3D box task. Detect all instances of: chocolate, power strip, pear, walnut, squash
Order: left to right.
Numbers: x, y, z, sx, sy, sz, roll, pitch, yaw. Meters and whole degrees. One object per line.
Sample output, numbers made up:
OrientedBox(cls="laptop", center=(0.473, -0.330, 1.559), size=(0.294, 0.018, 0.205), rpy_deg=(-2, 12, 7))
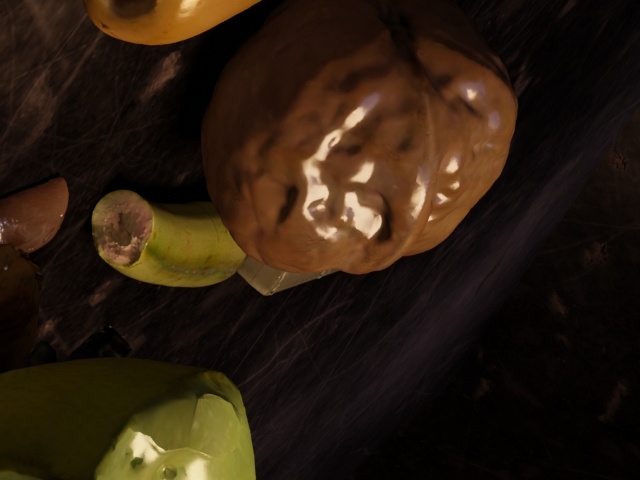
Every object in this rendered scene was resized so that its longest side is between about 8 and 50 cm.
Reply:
OrientedBox(cls="chocolate", center=(-0.227, -0.010, 1.347), size=(0.101, 0.031, 0.064), rpy_deg=(-25, 149, -57))
OrientedBox(cls="pear", center=(-0.173, 0.207, 1.217), size=(0.318, 0.239, 0.342), rpy_deg=(-49, 145, -58))
OrientedBox(cls="squash", center=(-0.134, -0.001, 1.584), size=(0.083, 0.083, 0.250), rpy_deg=(-51, 164, 9))
OrientedBox(cls="power strip", center=(0.000, 0.000, 2.062), size=(0.093, 0.053, 0.288), rpy_deg=(-54, 166, 19))
OrientedBox(cls="walnut", center=(0.028, -0.092, 1.498), size=(0.273, 0.227, 0.273), rpy_deg=(-44, 162, -18))

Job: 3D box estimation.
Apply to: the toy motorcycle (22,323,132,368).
OrientedBox(cls="toy motorcycle", center=(-0.315, 0.223, 1.413), size=(0.410, 0.169, 0.237), rpy_deg=(-41, 173, -22))

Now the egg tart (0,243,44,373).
OrientedBox(cls="egg tart", center=(-0.315, 0.098, 1.190), size=(0.295, 0.116, 0.295), rpy_deg=(-45, 169, -11))

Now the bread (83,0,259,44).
OrientedBox(cls="bread", center=(-0.074, -0.195, 1.180), size=(0.173, 0.085, 0.134), rpy_deg=(-35, 161, -46))
